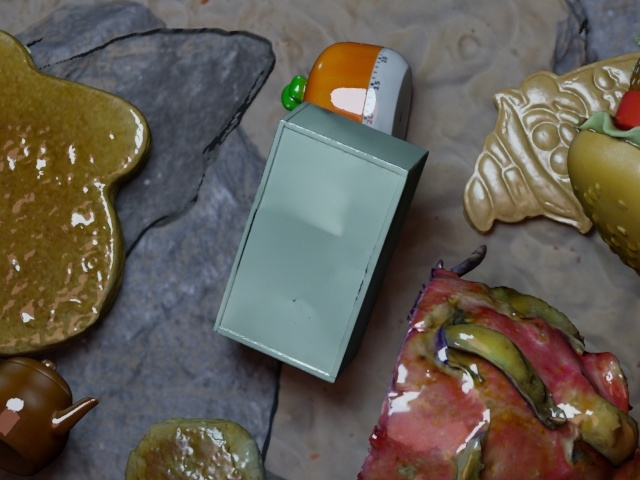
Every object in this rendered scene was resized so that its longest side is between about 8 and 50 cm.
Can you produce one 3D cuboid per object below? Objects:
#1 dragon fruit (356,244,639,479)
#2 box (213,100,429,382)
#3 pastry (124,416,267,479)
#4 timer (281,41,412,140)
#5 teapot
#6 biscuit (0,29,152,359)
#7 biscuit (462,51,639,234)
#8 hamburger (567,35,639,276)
[{"bbox_3d":[0.175,0.186,1.698,0.262,0.296,0.314,21,94,6],"label":"dragon fruit"},{"bbox_3d":[0.000,0.000,1.801,0.129,0.086,0.225,23,113,10],"label":"box"},{"bbox_3d":[-0.120,0.239,1.830,0.153,0.081,0.153,0,87,8],"label":"pastry"},{"bbox_3d":[0.022,-0.129,1.857,0.136,0.099,0.136,-5,71,14],"label":"timer"},{"bbox_3d":[-0.292,0.160,1.859,0.173,0.116,0.116,8,83,34],"label":"teapot"},{"bbox_3d":[-0.302,-0.060,1.906,0.287,0.057,0.344,-31,79,3],"label":"biscuit"},{"bbox_3d":[0.240,-0.098,1.857,0.250,0.035,0.162,-41,84,-1],"label":"biscuit"},{"bbox_3d":[0.350,-0.054,1.712,0.274,0.274,0.212,39,85,10],"label":"hamburger"}]
